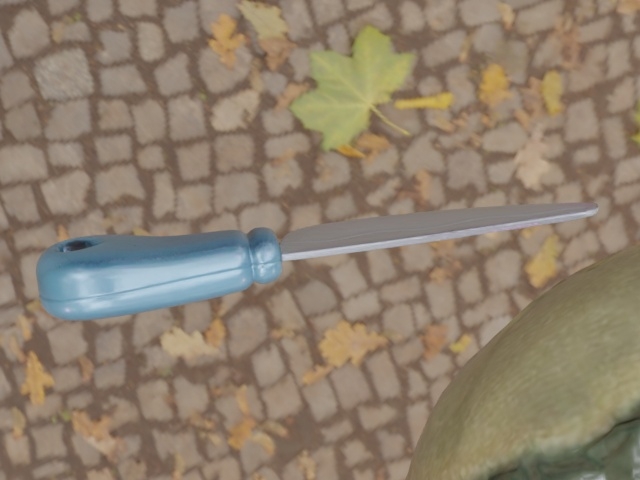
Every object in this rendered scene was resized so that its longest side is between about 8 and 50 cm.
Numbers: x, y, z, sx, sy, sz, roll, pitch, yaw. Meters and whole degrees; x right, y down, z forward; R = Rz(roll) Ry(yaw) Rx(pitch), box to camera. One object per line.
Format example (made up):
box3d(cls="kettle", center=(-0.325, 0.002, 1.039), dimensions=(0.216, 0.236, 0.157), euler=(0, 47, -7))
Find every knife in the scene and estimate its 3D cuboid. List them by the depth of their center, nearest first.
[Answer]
box3d(cls="knife", center=(-0.001, 0.000, 0.599), dimensions=(0.244, 0.058, 0.032), euler=(-9, 100, -10))

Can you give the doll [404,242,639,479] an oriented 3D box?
box3d(cls="doll", center=(0.175, 0.168, 0.483), dimensions=(0.247, 0.247, 0.349), euler=(-33, 78, -10))
